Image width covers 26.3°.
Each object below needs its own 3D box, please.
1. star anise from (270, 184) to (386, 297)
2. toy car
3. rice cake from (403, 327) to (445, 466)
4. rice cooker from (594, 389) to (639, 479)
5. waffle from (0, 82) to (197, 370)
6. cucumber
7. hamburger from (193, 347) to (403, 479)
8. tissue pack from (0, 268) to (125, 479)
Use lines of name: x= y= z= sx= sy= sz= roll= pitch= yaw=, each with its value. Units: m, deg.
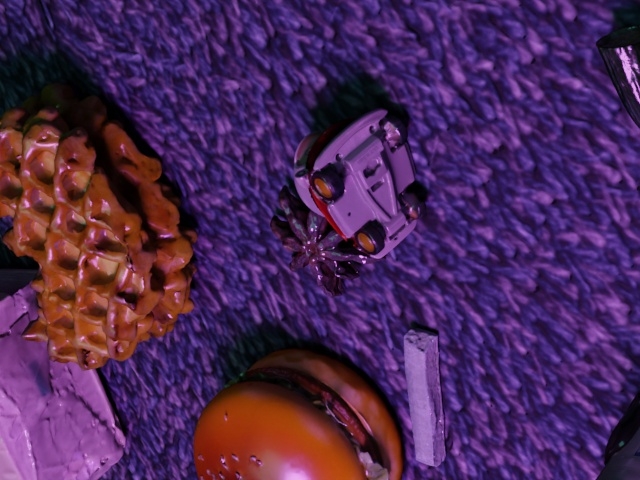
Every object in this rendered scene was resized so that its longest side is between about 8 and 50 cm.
star anise: x=-0.002 y=-0.001 z=1.429 sx=0.141 sy=0.042 sz=0.141 roll=19 pitch=126 yaw=28
toy car: x=0.026 y=-0.057 z=1.336 sx=0.112 sy=0.112 sz=0.139 roll=13 pitch=136 yaw=50
rice cake: x=0.112 y=0.169 z=1.460 sx=0.033 sy=0.029 sz=0.171 roll=17 pitch=126 yaw=37
rice cooker: x=0.340 y=0.242 z=1.183 sx=0.226 sy=0.244 sz=0.226 roll=34 pitch=162 yaw=13
waffle: x=-0.282 y=-0.009 z=1.575 sx=0.261 sy=0.151 sz=0.324 roll=-13 pitch=110 yaw=46
cucumber: x=0.270 y=-0.126 z=1.129 sx=0.048 sy=0.048 sz=0.105 roll=-13 pitch=114 yaw=43
hamburger: x=-0.033 y=0.252 z=1.530 sx=0.246 sy=0.170 sz=0.246 roll=21 pitch=128 yaw=30
tissue pack: x=-0.478 y=0.195 z=1.816 sx=0.380 sy=0.207 sz=0.297 roll=-2 pitch=117 yaw=39
